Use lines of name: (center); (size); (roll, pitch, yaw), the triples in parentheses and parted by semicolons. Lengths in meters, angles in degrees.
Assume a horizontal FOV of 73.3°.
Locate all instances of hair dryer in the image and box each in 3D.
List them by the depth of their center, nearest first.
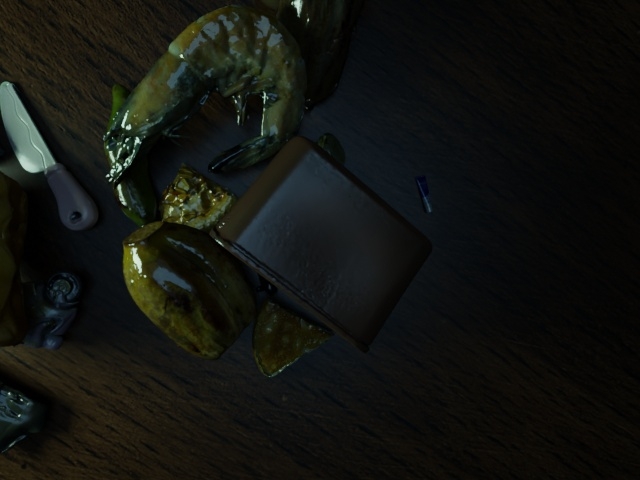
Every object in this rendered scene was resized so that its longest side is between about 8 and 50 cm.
hair dryer: (-0.124, 0.084, 0.887); (0.031, 0.083, 0.079); (-32, 88, 15)

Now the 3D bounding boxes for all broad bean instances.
broad bean: (-0.384, -0.148, 0.863); (0.077, 0.061, 0.338); (-11, 94, -11)

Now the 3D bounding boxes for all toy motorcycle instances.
toy motorcycle: (-0.575, 0.154, 0.857); (0.225, 0.073, 0.152); (-16, 96, -4)

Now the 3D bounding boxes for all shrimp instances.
shrimp: (-0.217, -0.228, 0.812); (0.445, 0.085, 0.272); (-38, 117, 3)

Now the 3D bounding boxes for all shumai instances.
shumai: (0.002, -0.175, 0.903); (0.080, 0.082, 0.083); (-28, 80, 34)

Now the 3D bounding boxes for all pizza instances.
pizza: (-0.260, -0.083, 0.879); (0.182, 0.062, 0.161); (-16, 88, -2)
pizza: (-0.060, 0.192, 0.909); (0.176, 0.036, 0.184); (-12, 110, -11)

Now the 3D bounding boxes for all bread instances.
bread: (-0.635, 0.035, 0.764); (0.195, 0.149, 0.343); (-11, 74, 1)

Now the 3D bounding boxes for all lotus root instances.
lotus root: (-0.012, -0.408, 0.810); (0.167, 0.078, 0.329); (12, 120, -1)
lotus root: (-0.240, 0.084, 0.819); (0.193, 0.193, 0.291); (-40, 109, -2)

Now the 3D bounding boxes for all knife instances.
knife: (-0.563, -0.164, 0.869); (0.081, 0.043, 0.335); (-33, 88, 4)

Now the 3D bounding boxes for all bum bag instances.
bum bag: (-0.709, 0.314, 0.849); (0.326, 0.080, 0.142); (32, 86, -5)

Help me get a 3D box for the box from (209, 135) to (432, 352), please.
box: (0.000, 0.000, 0.803); (0.339, 0.239, 0.229); (38, 87, -13)

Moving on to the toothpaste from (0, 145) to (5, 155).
toothpaste: (-0.719, -0.233, 0.841); (0.070, 0.044, 0.193); (-36, 95, -1)

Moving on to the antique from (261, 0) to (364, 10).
antique: (-0.014, -0.526, 0.850); (0.257, 0.121, 0.143); (6, 98, -4)

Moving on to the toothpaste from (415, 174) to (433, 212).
toothpaste: (0.228, -0.101, 0.941); (0.024, 0.015, 0.083); (-13, 89, -12)
